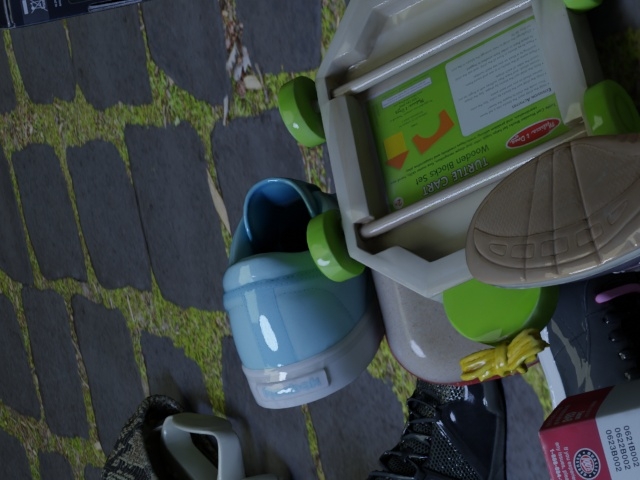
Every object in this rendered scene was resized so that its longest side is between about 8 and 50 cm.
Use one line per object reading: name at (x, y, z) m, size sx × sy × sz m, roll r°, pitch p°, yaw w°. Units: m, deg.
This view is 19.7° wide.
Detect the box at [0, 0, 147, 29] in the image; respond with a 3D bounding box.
box at (-0.181, -0.411, 1.644) m, size 0.097 × 0.318 × 0.395 m, roll 16°, pitch 119°, yaw 62°

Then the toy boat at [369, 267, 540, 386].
toy boat at (0.113, -0.003, 1.514) m, size 0.151 × 0.151 × 0.231 m, roll -70°, pitch -33°, yaw -84°

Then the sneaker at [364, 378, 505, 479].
sneaker at (0.094, 0.184, 1.633) m, size 0.087 × 0.130 × 0.227 m, roll 25°, pitch 123°, yaw 56°

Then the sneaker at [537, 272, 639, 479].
sneaker at (0.240, 0.101, 1.342) m, size 0.147 × 0.105 × 0.295 m, roll 0°, pitch 96°, yaw 48°

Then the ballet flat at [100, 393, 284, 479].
ballet flat at (-0.119, 0.314, 2.130) m, size 0.483 × 0.164 × 0.182 m, roll 38°, pitch 116°, yaw 54°

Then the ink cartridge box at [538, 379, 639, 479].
ink cartridge box at (0.252, 0.152, 1.203) m, size 0.127 × 0.176 × 0.128 m, roll -16°, pitch -90°, yaw -73°

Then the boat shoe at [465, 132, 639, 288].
boat shoe at (0.224, -0.024, 1.182) m, size 0.285 × 0.092 × 0.102 m, roll -25°, pitch 51°, yaw 35°

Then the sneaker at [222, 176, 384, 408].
sneaker at (0.000, 0.000, 1.563) m, size 0.366 × 0.135 × 0.150 m, roll -74°, pitch -31°, yaw -69°

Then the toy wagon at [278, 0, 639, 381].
toy wagon at (0.108, -0.056, 1.356) m, size 0.267 × 0.068 × 0.344 m, roll -25°, pitch 65°, yaw 29°
